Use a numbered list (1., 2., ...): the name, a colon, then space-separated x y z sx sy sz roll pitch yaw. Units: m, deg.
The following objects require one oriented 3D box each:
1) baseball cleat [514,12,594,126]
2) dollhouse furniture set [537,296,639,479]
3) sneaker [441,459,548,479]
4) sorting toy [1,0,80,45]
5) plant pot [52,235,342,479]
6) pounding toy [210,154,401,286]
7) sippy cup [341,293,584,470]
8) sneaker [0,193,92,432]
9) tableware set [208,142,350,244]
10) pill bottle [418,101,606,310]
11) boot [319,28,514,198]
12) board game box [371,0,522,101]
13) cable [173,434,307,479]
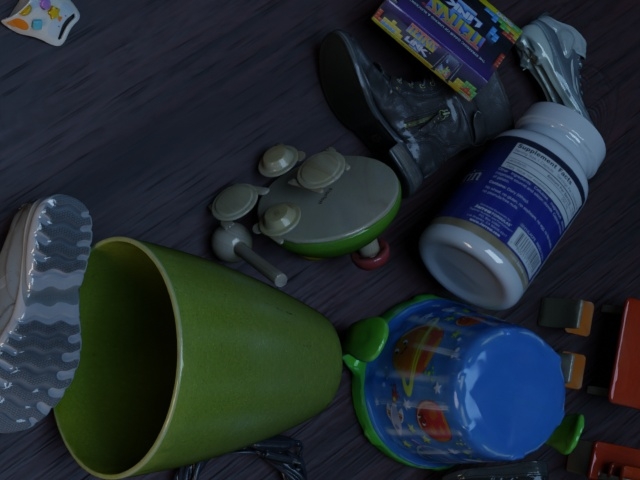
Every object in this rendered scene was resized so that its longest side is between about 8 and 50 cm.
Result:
1. baseball cleat: 0.351 -0.222 2.090 0.109 0.072 0.206 -38 108 -28
2. dollhouse furniture set: 0.436 0.212 2.086 0.262 0.135 0.259 14 83 -25
3. sneaker: 0.246 0.338 1.950 0.170 0.051 0.089 -10 71 12
4. sorting toy: -0.326 -0.274 1.790 0.075 0.045 0.083 40 72 -40
5. plant pot: -0.125 0.143 1.771 0.294 0.275 0.274 6 86 -40
6. pounding toy: 0.000 0.000 1.885 0.237 0.183 0.110 -33 129 -22
7. sippy cup: 0.191 0.189 1.922 0.306 0.224 0.240 -12 95 -26
8. sneaker: -0.338 0.085 1.735 0.105 0.115 0.281 20 81 -35
9. tableware set: -0.052 -0.065 1.859 0.168 0.141 0.020 -47 134 -19
10. pill bottle: 0.258 -0.050 1.961 0.153 0.153 0.264 47 64 -17
11. boot: 0.135 -0.204 1.989 0.229 0.091 0.263 -37 108 -27
12. board game box: 0.168 -0.283 1.964 0.170 0.048 0.141 39 44 -4
13. cable: -0.102 0.317 1.884 0.185 0.047 0.150 5 92 -28
